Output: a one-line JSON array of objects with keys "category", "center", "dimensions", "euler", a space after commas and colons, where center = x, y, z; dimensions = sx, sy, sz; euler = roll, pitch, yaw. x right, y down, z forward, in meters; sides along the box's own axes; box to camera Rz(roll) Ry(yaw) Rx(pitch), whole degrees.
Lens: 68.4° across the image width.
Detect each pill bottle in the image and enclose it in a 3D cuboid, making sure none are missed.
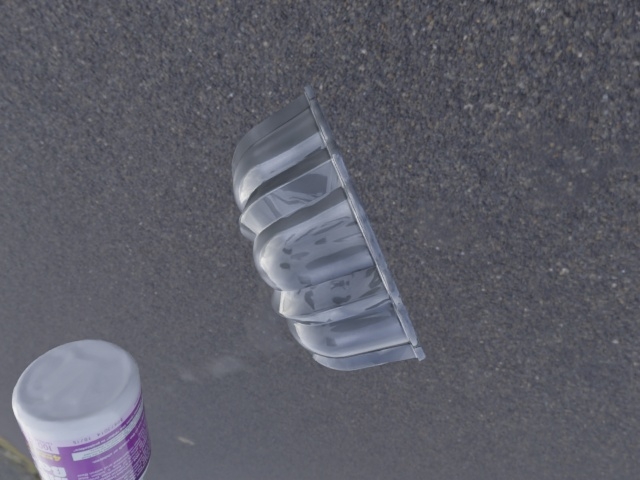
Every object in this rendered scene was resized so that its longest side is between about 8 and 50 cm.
[{"category": "pill bottle", "center": [-0.366, 0.319, 0.758], "dimensions": [0.169, 0.169, 0.301], "euler": [17, 125, 14]}]

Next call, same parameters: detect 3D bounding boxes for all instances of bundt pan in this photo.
[{"category": "bundt pan", "center": [0.000, 0.000, 0.551], "dimensions": [0.124, 0.330, 0.330], "euler": [-22, 129, 6]}]
